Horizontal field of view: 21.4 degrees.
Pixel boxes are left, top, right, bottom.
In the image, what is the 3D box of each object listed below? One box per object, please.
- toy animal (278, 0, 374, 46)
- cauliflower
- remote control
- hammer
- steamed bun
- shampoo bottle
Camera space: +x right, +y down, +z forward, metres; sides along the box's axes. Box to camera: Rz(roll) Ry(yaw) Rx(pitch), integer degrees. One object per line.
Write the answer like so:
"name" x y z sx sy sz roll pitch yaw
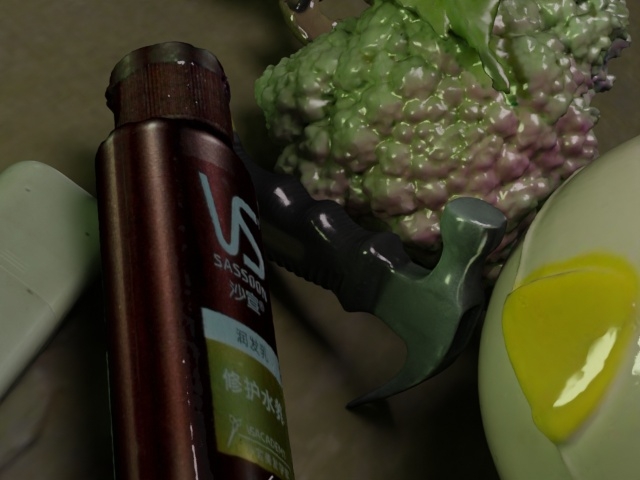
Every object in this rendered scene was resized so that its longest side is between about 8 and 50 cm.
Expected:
"toy animal" -0.042 -0.219 1.243 0.214 0.094 0.186 13 26 -32
"cauliflower" 0.098 -0.093 1.179 0.239 0.256 0.315 40 6 3
"remote control" -0.195 0.050 0.891 0.090 0.038 0.309 36 37 -5
"hammer" 0.000 0.000 1.058 0.226 0.159 0.041 34 31 23
"steamed bun" 0.267 0.108 1.016 0.374 0.334 0.334 52 37 0
"shampoo bottle" -0.072 0.033 0.949 0.129 0.084 0.323 41 33 -47
